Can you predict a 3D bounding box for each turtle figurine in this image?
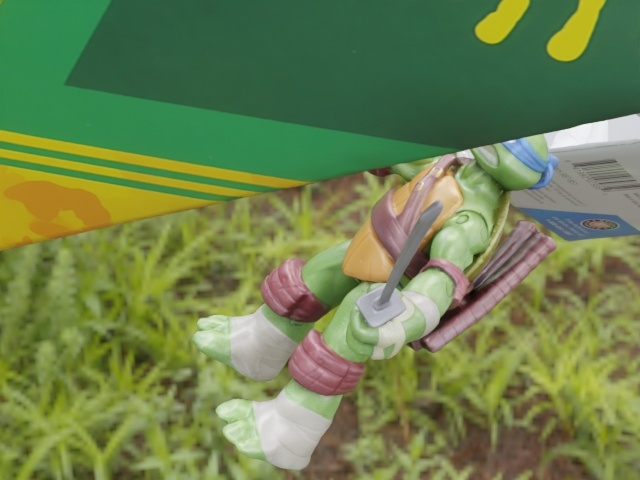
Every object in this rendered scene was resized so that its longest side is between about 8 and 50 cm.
[{"bbox_3d":[0.000,0.000,0.994,0.198,0.266,0.275,48,24,20],"label":"turtle figurine"}]

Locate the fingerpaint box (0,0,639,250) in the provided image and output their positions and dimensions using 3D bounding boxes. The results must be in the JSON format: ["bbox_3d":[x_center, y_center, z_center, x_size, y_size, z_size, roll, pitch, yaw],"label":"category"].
[{"bbox_3d":[0.014,-0.226,0.666,0.371,0.163,0.444,-11,43,35],"label":"fingerpaint box"}]

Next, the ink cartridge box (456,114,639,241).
[{"bbox_3d":[0.284,-0.096,1.150,0.307,0.223,0.129,-5,72,29],"label":"ink cartridge box"}]
